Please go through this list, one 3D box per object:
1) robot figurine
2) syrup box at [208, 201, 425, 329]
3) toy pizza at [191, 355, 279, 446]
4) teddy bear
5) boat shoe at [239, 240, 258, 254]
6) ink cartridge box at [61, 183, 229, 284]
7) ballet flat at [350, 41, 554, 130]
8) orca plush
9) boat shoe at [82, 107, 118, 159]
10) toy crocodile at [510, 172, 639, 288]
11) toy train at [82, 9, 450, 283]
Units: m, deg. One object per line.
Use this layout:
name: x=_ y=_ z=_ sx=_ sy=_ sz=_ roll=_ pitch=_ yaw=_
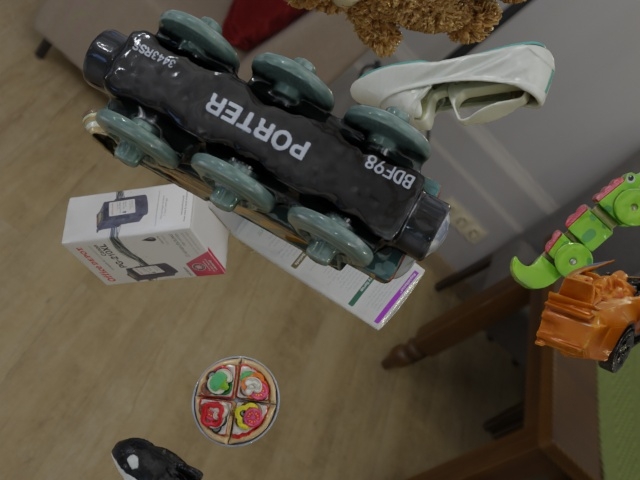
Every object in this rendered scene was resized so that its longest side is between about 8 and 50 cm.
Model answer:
robot figurine: x=0.324 y=0.069 z=0.706 sx=0.211 sy=0.085 sz=0.291 roll=23 pitch=20 yaw=34
syrup box: x=0.000 y=0.000 z=0.886 sx=0.237 sy=0.096 sz=0.093 roll=36 pitch=4 yaw=-34
toy pizza: x=-0.191 y=0.355 z=1.732 sx=0.032 sy=0.201 sz=0.201 roll=68 pitch=2 yaw=-68
teddy bear: x=0.111 y=-0.308 z=0.925 sx=0.338 sy=0.245 sz=0.113 roll=13 pitch=65 yaw=-45
boat shoe: x=-0.157 y=-0.106 z=1.446 sx=0.098 sy=0.109 sz=0.302 roll=15 pitch=46 yaw=-36
ink cartridge box: x=-0.302 y=-0.008 z=1.366 sx=0.172 sy=0.237 sz=0.100 roll=63 pitch=24 yaw=-57
ballet flat: x=0.236 y=-0.275 z=1.471 sx=0.139 sy=0.400 sz=0.139 roll=-6 pitch=90 yaw=-65
orca plush: x=-0.254 y=0.464 z=1.428 sx=0.287 sy=0.102 sz=0.151 roll=56 pitch=32 yaw=4
boat shoe: x=-0.410 y=-0.192 z=1.581 sx=0.190 sy=0.068 sz=0.072 roll=33 pitch=33 yaw=-55
toy crocodile: x=0.489 y=-0.029 z=1.394 sx=0.105 sy=0.340 sz=0.115 roll=47 pitch=14 yaw=8
toy train: x=-0.045 y=-0.072 z=0.678 sx=0.334 sy=0.190 sz=0.142 roll=27 pitch=81 yaw=8
